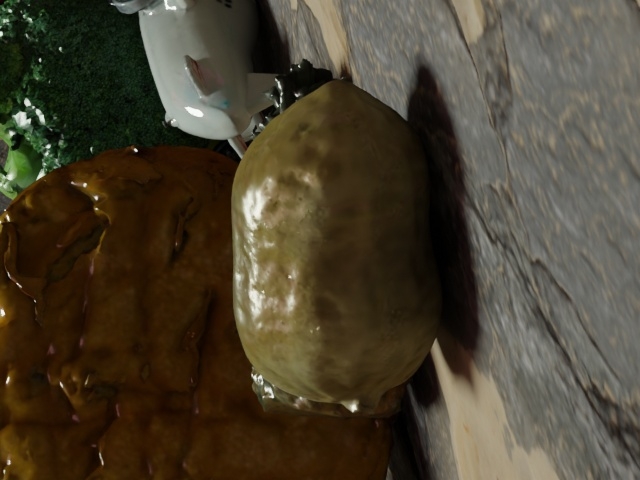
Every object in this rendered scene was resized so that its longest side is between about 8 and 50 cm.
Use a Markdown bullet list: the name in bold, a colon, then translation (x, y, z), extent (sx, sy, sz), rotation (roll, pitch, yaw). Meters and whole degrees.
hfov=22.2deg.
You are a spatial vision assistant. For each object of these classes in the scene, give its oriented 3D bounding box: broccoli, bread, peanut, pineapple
- **broccoli**: translation (-0.235, -0.118, 1.614), extent (0.294, 0.265, 0.245), rotation (47, 126, 26)
- **bread**: translation (-0.124, 0.127, 1.273), extent (0.215, 0.398, 0.398), rotation (96, 160, -85)
- **peanut**: translation (0.009, 0.009, 0.961), extent (0.129, 0.129, 0.224), rotation (-114, 13, -53)
- **pineapple**: translation (0.000, 0.000, 1.134), extent (0.125, 0.125, 0.251), rotation (118, 148, -78)

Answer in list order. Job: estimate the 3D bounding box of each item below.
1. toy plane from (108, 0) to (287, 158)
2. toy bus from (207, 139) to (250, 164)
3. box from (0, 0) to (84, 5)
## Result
- **toy plane**: translation (-0.102, -0.172, 1.464), extent (0.252, 0.118, 0.252), rotation (62, -176, -8)
- **toy bus**: translation (-0.143, -0.014, 1.792), extent (0.138, 0.175, 0.287), rotation (146, 110, -83)
- **box**: translation (-0.279, -0.334, 1.722), extent (0.198, 0.310, 0.084), rotation (91, 161, -59)
